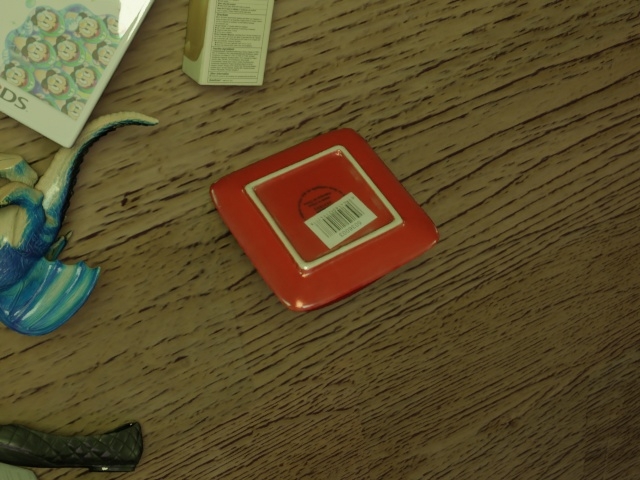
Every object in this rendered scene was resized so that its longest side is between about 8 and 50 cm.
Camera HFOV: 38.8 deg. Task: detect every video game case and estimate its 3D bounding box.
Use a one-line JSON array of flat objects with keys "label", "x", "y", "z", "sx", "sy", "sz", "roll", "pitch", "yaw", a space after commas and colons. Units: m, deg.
[{"label": "video game case", "x": -0.199, "y": -0.166, "z": 0.625, "sx": 0.143, "sy": 0.019, "sz": 0.157, "roll": 30, "pitch": 97, "yaw": -11}]

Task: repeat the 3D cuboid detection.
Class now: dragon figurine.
[{"label": "dragon figurine", "x": -0.231, "y": 0.015, "z": 0.706, "sx": 0.289, "sy": 0.085, "sz": 0.144, "roll": -39, "pitch": 131, "yaw": -9}]

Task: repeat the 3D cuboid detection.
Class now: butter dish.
[{"label": "butter dish", "x": 0.000, "y": 0.000, "z": 0.835, "sx": 0.160, "sy": 0.160, "sz": 0.118, "roll": -26, "pitch": 151, "yaw": -20}]

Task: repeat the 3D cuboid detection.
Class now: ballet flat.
[{"label": "ballet flat", "x": -0.242, "y": 0.183, "z": 0.831, "sx": 0.173, "sy": 0.057, "sz": 0.049, "roll": 18, "pitch": 64, "yaw": -40}]

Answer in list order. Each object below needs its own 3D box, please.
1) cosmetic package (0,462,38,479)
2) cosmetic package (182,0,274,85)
[{"label": "cosmetic package", "x": -0.352, "y": 0.233, "z": 0.751, "sx": 0.231, "sy": 0.085, "sz": 0.117, "roll": 30, "pitch": 96, "yaw": -42}, {"label": "cosmetic package", "x": -0.072, "y": -0.185, "z": 0.729, "sx": 0.060, "sy": 0.041, "sz": 0.115, "roll": -4, "pitch": 117, "yaw": -32}]
